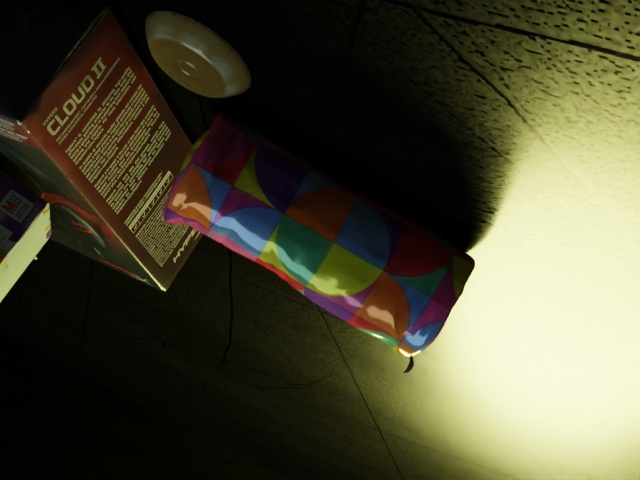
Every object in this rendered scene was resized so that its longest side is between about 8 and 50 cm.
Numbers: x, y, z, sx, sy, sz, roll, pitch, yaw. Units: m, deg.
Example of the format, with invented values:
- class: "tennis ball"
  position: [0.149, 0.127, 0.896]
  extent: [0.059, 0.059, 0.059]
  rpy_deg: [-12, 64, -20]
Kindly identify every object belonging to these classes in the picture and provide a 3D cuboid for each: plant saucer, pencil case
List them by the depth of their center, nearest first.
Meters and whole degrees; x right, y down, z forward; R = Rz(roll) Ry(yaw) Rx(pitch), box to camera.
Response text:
- class: "plant saucer"
  position: [-0.087, -0.122, 0.621]
  extent: [0.083, 0.015, 0.083]
  rpy_deg: [25, 160, 10]
- class: "pencil case"
  position: [0.000, 0.000, 0.685]
  extent: [0.236, 0.104, 0.104]
  rpy_deg: [32, 160, -5]

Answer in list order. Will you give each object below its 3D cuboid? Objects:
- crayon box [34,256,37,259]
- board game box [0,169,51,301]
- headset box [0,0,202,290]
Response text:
- class: "crayon box"
  position: [-0.428, -0.109, 0.973]
  extent: [0.318, 0.081, 0.202]
  rpy_deg: [23, 157, 33]
- class: "board game box"
  position: [-0.360, -0.040, 0.682]
  extent: [0.275, 0.142, 0.144]
  rpy_deg: [35, 163, -8]
- class: "headset box"
  position: [-0.232, -0.100, 0.731]
  extent: [0.218, 0.110, 0.293]
  rpy_deg: [22, 159, 23]
